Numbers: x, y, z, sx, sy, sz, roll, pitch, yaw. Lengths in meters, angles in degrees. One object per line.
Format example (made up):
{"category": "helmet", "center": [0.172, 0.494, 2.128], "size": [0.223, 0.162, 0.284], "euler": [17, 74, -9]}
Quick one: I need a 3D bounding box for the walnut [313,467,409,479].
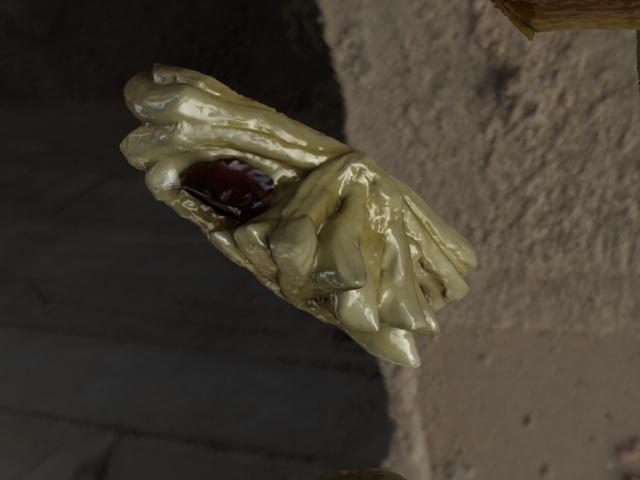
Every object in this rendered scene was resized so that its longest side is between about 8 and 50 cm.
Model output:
{"category": "walnut", "center": [0.028, 0.282, 1.378], "size": [0.140, 0.162, 0.140], "euler": [21, 136, 22]}

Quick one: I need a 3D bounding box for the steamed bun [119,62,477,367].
{"category": "steamed bun", "center": [0.000, 0.000, 1.466], "size": [0.428, 0.189, 0.247], "euler": [35, 152, -32]}

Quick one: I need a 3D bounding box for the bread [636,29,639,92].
{"category": "bread", "center": [0.352, -0.186, 1.231], "size": [0.197, 0.197, 0.170], "euler": [18, 134, 22]}

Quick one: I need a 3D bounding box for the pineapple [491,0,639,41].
{"category": "pineapple", "center": [0.117, -0.181, 0.696], "size": [0.114, 0.236, 0.186], "euler": [4, 119, 27]}
